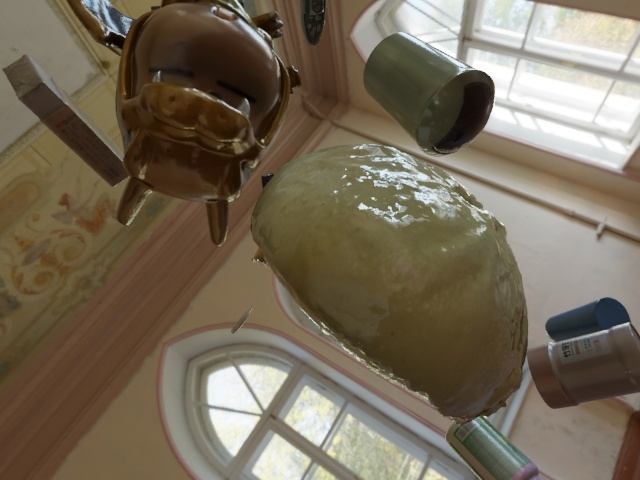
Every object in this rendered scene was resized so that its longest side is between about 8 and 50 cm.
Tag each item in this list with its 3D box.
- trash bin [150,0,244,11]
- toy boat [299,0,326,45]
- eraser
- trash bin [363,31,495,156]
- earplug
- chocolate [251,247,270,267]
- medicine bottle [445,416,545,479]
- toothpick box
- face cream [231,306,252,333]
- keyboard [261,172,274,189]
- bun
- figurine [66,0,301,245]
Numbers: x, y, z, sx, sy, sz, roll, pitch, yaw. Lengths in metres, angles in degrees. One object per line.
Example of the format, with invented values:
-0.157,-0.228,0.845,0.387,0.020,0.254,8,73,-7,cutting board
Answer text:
-0.299,-0.507,1.061,0.115,0.225,0.165,156,105,-74,trash bin
-0.017,-0.660,1.134,0.078,0.085,0.260,-27,-33,-23,toy boat
-0.620,-0.285,1.055,0.078,0.144,0.343,-38,-27,-9,eraser
0.347,-0.472,1.347,0.280,0.432,0.280,-19,-40,-17,trash bin
0.882,0.289,1.418,0.132,0.132,0.273,-52,-3,-25,earplug
-0.063,-0.089,1.438,0.445,0.162,0.162,-65,-22,-13,chocolate
0.476,0.595,1.109,0.133,0.274,0.133,-16,-56,-26,medicine bottle
0.412,0.193,0.634,0.149,0.098,0.098,-30,-1,35,toothpick box
-0.241,0.246,1.284,0.115,0.020,0.038,-49,8,28,face cream
-0.213,-0.168,1.830,0.087,0.017,0.251,-23,-69,-51,keyboard
0.102,0.017,0.491,0.202,0.364,0.364,-49,-21,9,bun
-0.167,-0.217,0.623,0.401,0.268,0.387,69,-160,-60,figurine
